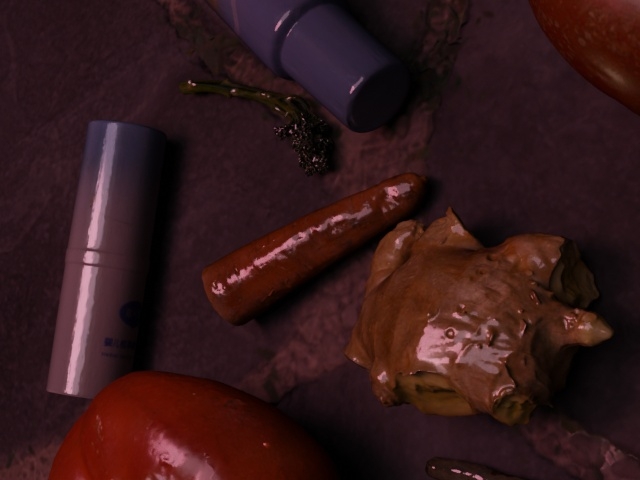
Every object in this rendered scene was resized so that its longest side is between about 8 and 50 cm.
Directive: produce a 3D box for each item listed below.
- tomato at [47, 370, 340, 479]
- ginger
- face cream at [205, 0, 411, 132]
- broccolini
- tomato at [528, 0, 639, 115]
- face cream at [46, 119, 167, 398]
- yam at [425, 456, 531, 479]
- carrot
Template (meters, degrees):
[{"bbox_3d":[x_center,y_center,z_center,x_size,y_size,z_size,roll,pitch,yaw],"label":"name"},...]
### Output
[{"bbox_3d":[-0.096,0.224,0.882,0.260,0.180,0.259,-9,76,37],"label":"tomato"},{"bbox_3d":[0.112,0.058,0.820,0.216,0.102,0.157,5,57,41],"label":"ginger"},{"bbox_3d":[-0.067,-0.231,1.009,0.086,0.135,0.385,-33,58,-18],"label":"face cream"},{"bbox_3d":[-0.053,-0.115,1.019,0.052,0.054,0.194,-44,46,-16],"label":"broccolini"},{"bbox_3d":[0.259,-0.197,0.696,0.270,0.222,0.270,3,97,22],"label":"tomato"},{"bbox_3d":[-0.195,0.019,1.058,0.077,0.077,0.250,3,84,36],"label":"face cream"},{"bbox_3d":[0.174,0.183,0.797,0.234,0.029,0.027,6,42,37],"label":"yam"},{"bbox_3d":[0.000,0.000,0.943,0.210,0.061,0.061,-30,64,23],"label":"carrot"}]
